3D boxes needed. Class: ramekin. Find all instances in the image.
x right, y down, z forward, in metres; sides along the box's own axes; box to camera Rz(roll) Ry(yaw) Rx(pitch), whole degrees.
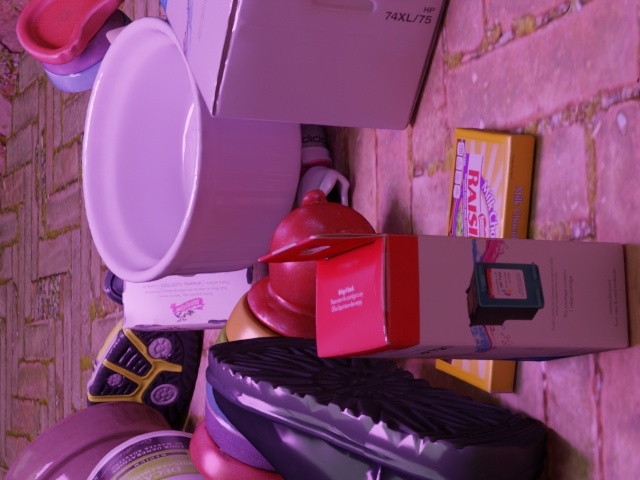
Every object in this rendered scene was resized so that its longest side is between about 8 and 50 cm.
[{"bbox_3d":[-0.136,-0.091,1.686,0.277,0.135,0.277,-7,82,57],"label":"ramekin"}]

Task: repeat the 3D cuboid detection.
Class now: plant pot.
[{"bbox_3d":[-0.254,0.376,2.064,0.229,0.263,0.263,46,134,38],"label":"plant pot"}]

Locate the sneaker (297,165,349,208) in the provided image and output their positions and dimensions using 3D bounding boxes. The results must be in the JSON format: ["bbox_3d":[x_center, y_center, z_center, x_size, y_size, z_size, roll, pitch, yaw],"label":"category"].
[{"bbox_3d":[0.000,0.000,1.621,0.061,0.054,0.152,-172,85,-67],"label":"sneaker"}]

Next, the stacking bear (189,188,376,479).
[{"bbox_3d":[-0.016,0.098,1.523,0.175,0.164,0.289,-121,43,-56],"label":"stacking bear"}]

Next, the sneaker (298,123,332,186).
[{"bbox_3d":[-0.038,-0.099,1.724,0.170,0.063,0.074,159,112,-63],"label":"sneaker"}]

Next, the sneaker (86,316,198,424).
[{"bbox_3d":[-0.268,0.207,2.210,0.147,0.145,0.384,-107,30,-47],"label":"sneaker"}]

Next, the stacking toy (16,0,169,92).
[{"bbox_3d":[-0.206,-0.290,2.014,0.279,0.309,0.130,28,159,43],"label":"stacking toy"}]

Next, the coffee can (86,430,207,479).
[{"bbox_3d":[-0.149,0.357,1.778,0.275,0.202,0.201,-139,54,-65],"label":"coffee can"}]

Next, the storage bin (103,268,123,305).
[{"bbox_3d":[-0.219,0.025,2.161,0.091,0.098,0.135,-34,31,54],"label":"storage bin"}]

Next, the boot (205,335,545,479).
[{"bbox_3d":[0.014,0.331,1.332,0.367,0.146,0.445,19,109,52],"label":"boot"}]

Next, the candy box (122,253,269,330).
[{"bbox_3d":[-0.143,0.005,1.845,0.070,0.165,0.196,19,-111,-70],"label":"candy box"}]

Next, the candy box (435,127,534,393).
[{"bbox_3d":[0.132,0.013,1.293,0.105,0.027,0.205,-163,76,-66],"label":"candy box"}]

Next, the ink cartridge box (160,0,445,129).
[{"bbox_3d":[-0.023,-0.256,1.496,0.270,0.198,0.197,-115,34,-53],"label":"ink cartridge box"}]

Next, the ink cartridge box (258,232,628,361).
[{"bbox_3d":[0.083,0.042,1.125,0.134,0.231,0.078,157,114,-68],"label":"ink cartridge box"}]
